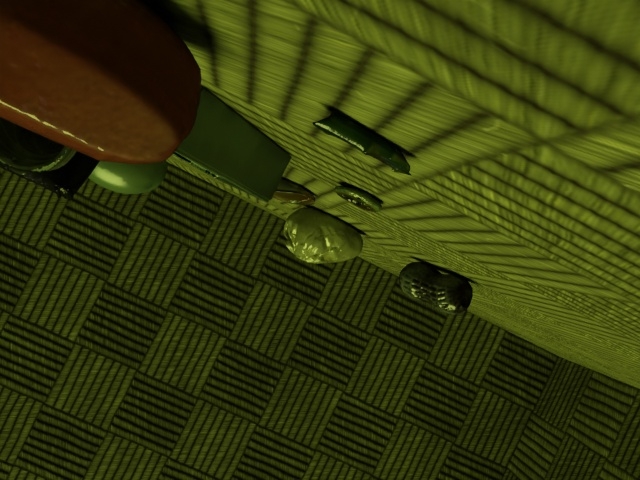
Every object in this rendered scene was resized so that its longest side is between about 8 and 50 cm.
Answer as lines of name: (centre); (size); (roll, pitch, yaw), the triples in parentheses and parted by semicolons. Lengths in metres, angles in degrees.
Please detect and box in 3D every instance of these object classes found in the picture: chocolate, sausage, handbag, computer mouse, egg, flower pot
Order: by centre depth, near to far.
sausage: (-0.201, -0.151, 0.466); (0.148, 0.148, 0.254); (24, 171, 46)
flower pot: (-0.492, -0.244, 1.062); (0.235, 0.236, 0.140); (26, -160, 12)
handbag: (-0.538, -0.231, 1.183); (0.223, 0.247, 0.080); (26, 160, 0)
computer mouse: (-0.101, -0.117, 1.289); (0.199, 0.045, 0.102); (25, 180, 30)
chocolate: (0.296, 0.120, 1.529); (0.110, 0.110, 0.248); (28, 174, -38)
egg: (-0.575, -0.243, 1.673); (0.282, 0.203, 0.203); (30, 177, -22)

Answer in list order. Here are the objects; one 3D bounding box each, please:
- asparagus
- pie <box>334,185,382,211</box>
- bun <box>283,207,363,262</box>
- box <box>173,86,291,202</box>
asparagus: (0.043, -0.091, 0.552); (0.108, 0.021, 0.025); (26, -178, -17)
pie: (0.059, -0.066, 0.932); (0.084, 0.021, 0.084); (25, 178, 1)
bun: (0.000, 0.000, 1.618); (0.229, 0.145, 0.229); (29, 175, 3)
box: (-0.160, -0.143, 0.838); (0.129, 0.086, 0.225); (25, 178, 31)
